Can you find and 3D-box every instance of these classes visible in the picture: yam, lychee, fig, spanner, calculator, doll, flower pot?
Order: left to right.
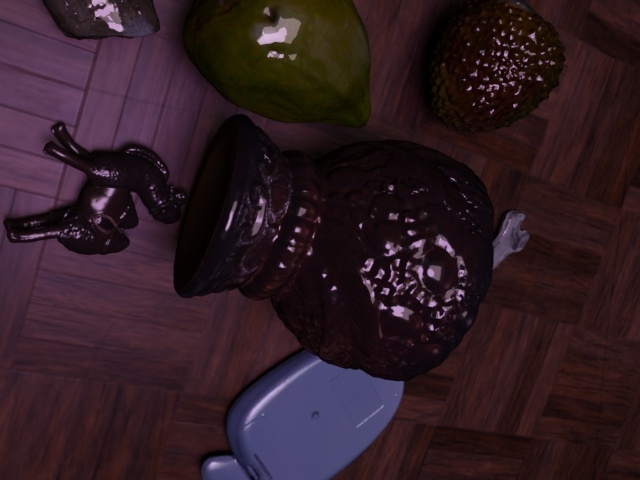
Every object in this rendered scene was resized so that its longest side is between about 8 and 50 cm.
[{"bbox_3d":[-0.228,-0.269,0.601,0.107,0.107,0.183,-29,114,-14],"label":"yam"},{"bbox_3d":[-0.229,-0.043,0.687,0.165,0.057,0.139,22,92,-31],"label":"doll"},{"bbox_3d":[-0.021,-0.203,0.668,0.234,0.167,0.167,15,97,-19],"label":"fig"},{"bbox_3d":[-0.017,0.243,0.860,0.303,0.042,0.188,-35,115,-15],"label":"calculator"},{"bbox_3d":[0.000,0.000,0.687,0.267,0.266,0.266,16,97,-21],"label":"flower pot"},{"bbox_3d":[0.196,0.074,0.903,0.302,0.017,0.071,-44,117,-14],"label":"spanner"},{"bbox_3d":[0.203,-0.206,0.777,0.171,0.171,0.171,-6,106,-22],"label":"lychee"}]
